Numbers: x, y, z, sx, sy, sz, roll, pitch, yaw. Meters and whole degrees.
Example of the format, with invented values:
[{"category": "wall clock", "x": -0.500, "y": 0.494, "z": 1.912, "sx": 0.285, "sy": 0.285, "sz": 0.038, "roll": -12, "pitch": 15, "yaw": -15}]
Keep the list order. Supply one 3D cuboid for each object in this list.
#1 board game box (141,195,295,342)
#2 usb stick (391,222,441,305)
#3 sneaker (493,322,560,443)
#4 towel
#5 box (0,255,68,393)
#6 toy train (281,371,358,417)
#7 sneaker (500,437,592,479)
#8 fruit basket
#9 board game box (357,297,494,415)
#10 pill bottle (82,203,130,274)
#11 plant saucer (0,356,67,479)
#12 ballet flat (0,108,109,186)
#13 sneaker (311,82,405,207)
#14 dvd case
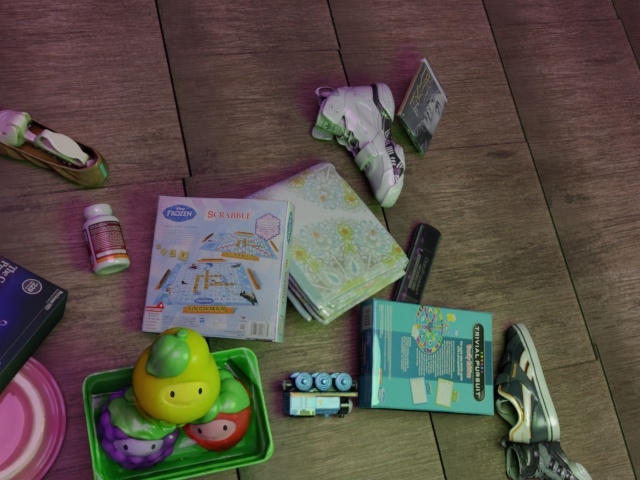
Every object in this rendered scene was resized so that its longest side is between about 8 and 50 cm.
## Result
[{"category": "board game box", "x": -0.229, "y": 0.062, "z": 1.718, "sx": 0.318, "sy": 0.066, "sz": 0.318, "roll": 3, "pitch": 79, "yaw": 13}, {"category": "usb stick", "x": 0.246, "y": 0.082, "z": 1.960, "sx": 0.077, "sy": 0.045, "sz": 0.278, "roll": 27, "pitch": 66, "yaw": -14}, {"category": "sneaker", "x": 0.485, "y": 0.347, "z": 1.876, "sx": 0.127, "sy": 0.126, "sz": 0.321, "roll": -10, "pitch": 48, "yaw": 4}, {"category": "towel", "x": 0.000, "y": 0.000, "z": 1.850, "sx": 0.320, "sy": 0.090, "sz": 0.374, "roll": -26, "pitch": 70, "yaw": -36}, {"category": "box", "x": -0.667, "y": 0.174, "z": 1.540, "sx": 0.184, "sy": 0.103, "sz": 0.261, "roll": 30, "pitch": 43, "yaw": -4}, {"category": "toy train", "x": -0.002, "y": 0.362, "z": 1.775, "sx": 0.184, "sy": 0.080, "sz": 0.105, "roll": 4, "pitch": 80, "yaw": -17}, {"category": "sneaker", "x": 0.549, "y": 0.570, "z": 1.853, "sx": 0.153, "sy": 0.101, "sz": 0.269, "roll": -27, "pitch": 75, "yaw": -22}, {"category": "fruit basket", "x": -0.287, "y": 0.339, "z": 1.540, "sx": 0.392, "sy": 0.392, "sz": 0.283, "roll": -7, "pitch": 74, "yaw": -19}, {"category": "board game box", "x": 0.258, "y": 0.288, "z": 1.842, "sx": 0.336, "sy": 0.079, "sz": 0.254, "roll": 9, "pitch": 74, "yaw": -22}, {"category": "pill bottle", "x": -0.498, "y": -0.004, "z": 1.747, "sx": 0.086, "sy": 0.086, "sz": 0.152, "roll": -13, "pitch": 76, "yaw": -20}, {"category": "plant saucer", "x": -0.692, "y": 0.376, "z": 1.546, "sx": 0.332, "sy": 0.084, "sz": 0.332, "roll": 4, "pitch": 76, "yaw": -16}, {"category": "ballet flat", "x": -0.654, "y": -0.230, "z": 1.759, "sx": 0.342, "sy": 0.124, "sz": 0.116, "roll": 26, "pitch": 66, "yaw": -6}, {"category": "sneaker", "x": 0.093, "y": -0.254, "z": 1.986, "sx": 0.210, "sy": 0.137, "sz": 0.366, "roll": 1, "pitch": 66, "yaw": -15}, {"category": "dvd case", "x": 0.284, "y": -0.369, "z": 2.080, "sx": 0.164, "sy": 0.018, "sz": 0.221, "roll": 51, "pitch": 52, "yaw": -40}]
